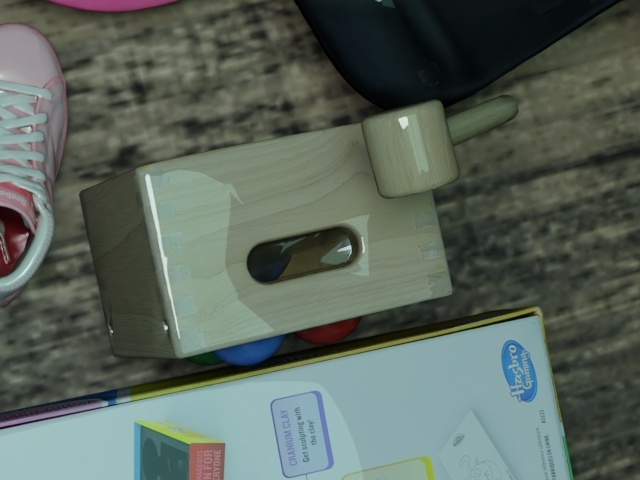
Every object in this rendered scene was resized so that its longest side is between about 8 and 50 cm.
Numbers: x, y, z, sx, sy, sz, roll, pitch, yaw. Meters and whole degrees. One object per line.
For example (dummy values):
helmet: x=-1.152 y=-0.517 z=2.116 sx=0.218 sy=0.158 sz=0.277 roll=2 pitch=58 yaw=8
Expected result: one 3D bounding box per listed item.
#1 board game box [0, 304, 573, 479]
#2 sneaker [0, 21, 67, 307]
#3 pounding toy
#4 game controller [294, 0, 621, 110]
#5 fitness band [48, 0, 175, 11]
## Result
board game box: x=-0.029 y=0.176 z=0.886 sx=0.316 sy=0.064 sz=0.242 roll=-10 pitch=90 yaw=-18
sneaker: x=-0.138 y=-0.036 z=0.860 sx=0.051 sy=0.070 sz=0.134 roll=10 pitch=83 yaw=-15
pounding toy: x=0.010 y=-0.002 z=0.834 sx=0.181 sy=0.206 sz=0.094 roll=-12 pitch=91 yaw=-18
game controller: x=0.123 y=-0.193 z=0.876 sx=0.319 sy=0.067 sz=0.166 roll=-32 pitch=117 yaw=-2
fitness band: x=-0.056 y=-0.233 z=0.853 sx=0.291 sy=0.054 sz=0.209 roll=-42 pitch=124 yaw=-1
